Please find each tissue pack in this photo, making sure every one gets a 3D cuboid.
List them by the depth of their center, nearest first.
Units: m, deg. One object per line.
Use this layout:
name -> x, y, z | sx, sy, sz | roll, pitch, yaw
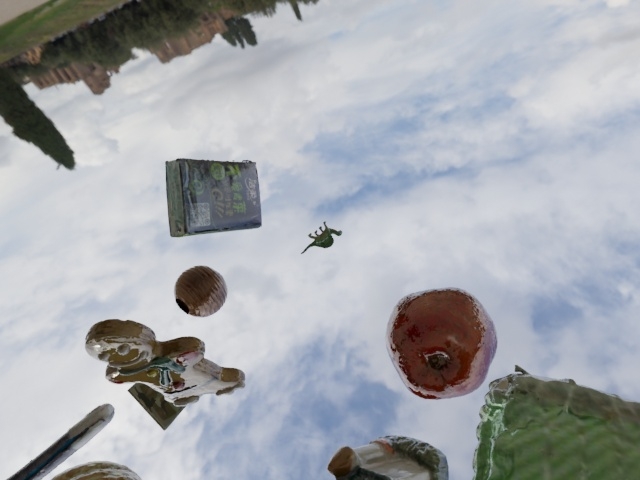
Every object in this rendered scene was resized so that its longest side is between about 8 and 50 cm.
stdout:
tissue pack -> -0.245, -0.102, 1.021 | 0.073, 0.173, 0.235 | -1, -174, 37

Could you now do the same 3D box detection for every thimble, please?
thimble -> 0.219, 0.233, 0.396 | 0.150, 0.219, 0.219 | 9, -132, 20

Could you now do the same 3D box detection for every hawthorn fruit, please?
hawthorn fruit -> 0.188, 0.162, 0.680 | 0.189, 0.189, 0.189 | -17, -142, 14

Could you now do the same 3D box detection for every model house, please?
model house -> 0.079, 0.508, 0.780 | 0.190, 0.301, 0.271 | -7, -107, 48

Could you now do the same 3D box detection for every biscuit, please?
biscuit -> -0.279, 0.225, 0.759 | 0.197, 0.301, 0.049 | -22, -134, 12

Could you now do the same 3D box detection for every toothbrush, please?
toothbrush -> -0.267, 0.213, 0.308 | 0.288, 0.026, 0.024 | -37, -165, -5

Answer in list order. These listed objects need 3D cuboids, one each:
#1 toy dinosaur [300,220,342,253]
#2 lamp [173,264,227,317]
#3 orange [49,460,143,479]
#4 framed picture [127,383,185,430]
toy dinosaur -> 0.001, -0.001, 1.100 | 0.120, 0.029, 0.060 | -42, -100, -17
lamp -> -0.307, 0.130, 1.116 | 0.136, 0.136, 0.136 | -17, -142, 14
orange -> -0.463, 0.627, 0.889 | 0.249, 0.329, 0.329 | -9, -161, -43
framed picture -> -0.394, 0.382, 1.144 | 0.010, 0.136, 0.201 | -40, -177, 26
